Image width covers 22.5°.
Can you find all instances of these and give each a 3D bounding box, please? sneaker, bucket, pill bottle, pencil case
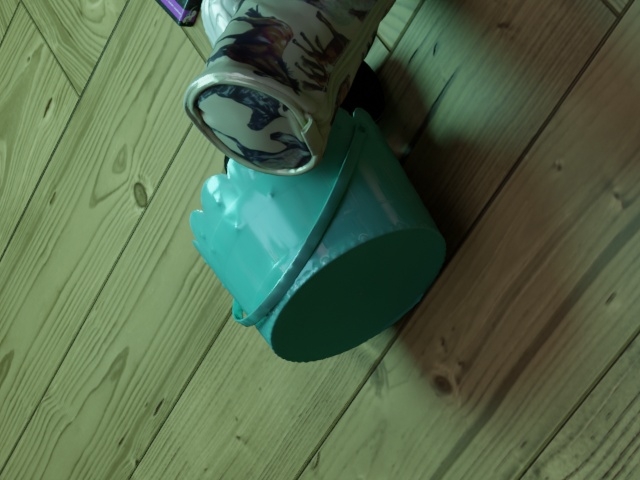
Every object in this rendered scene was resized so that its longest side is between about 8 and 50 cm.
[{"bbox_3d":[-0.090,-0.258,2.136,0.115,0.090,0.232,8,105,42],"label":"sneaker"},{"bbox_3d":[0.000,0.000,1.893,0.183,0.281,0.281,55,128,28],"label":"bucket"},{"bbox_3d":[-0.026,-0.139,2.021,0.219,0.123,0.122,-41,61,43],"label":"pill bottle"},{"bbox_3d":[-0.002,-0.248,1.807,0.184,0.160,0.410,-2,44,33],"label":"pencil case"}]

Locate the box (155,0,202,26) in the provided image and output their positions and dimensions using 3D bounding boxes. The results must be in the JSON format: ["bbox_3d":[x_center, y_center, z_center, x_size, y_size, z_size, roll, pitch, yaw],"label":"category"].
[{"bbox_3d":[-0.192,-0.402,2.283,0.116,0.029,0.162,48,126,36],"label":"box"}]
